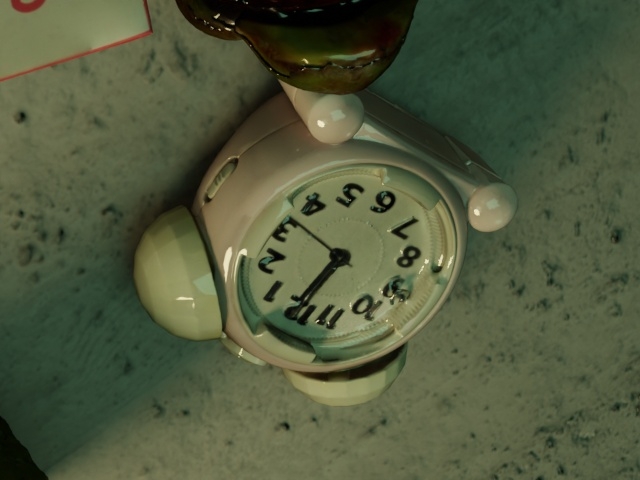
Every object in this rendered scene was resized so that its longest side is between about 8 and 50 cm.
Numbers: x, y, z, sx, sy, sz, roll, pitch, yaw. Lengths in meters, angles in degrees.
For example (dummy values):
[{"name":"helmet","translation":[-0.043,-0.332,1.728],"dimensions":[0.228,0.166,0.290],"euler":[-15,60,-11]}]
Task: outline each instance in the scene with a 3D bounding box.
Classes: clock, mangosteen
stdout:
[{"name":"clock","translation":[0.000,0.000,2.033],"dimensions":[0.342,0.184,0.326],"euler":[29,102,-27]},{"name":"mangosteen","translation":[-0.038,-0.352,1.732],"dimensions":[0.381,0.381,0.421],"euler":[-1,117,-25]}]

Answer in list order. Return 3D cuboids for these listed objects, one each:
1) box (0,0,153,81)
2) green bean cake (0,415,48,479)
[{"name":"box","translation":[-0.354,-0.304,1.642],"dimensions":[0.300,0.314,0.312],"euler":[-20,119,-19]},{"name":"green bean cake","translation":[-0.406,0.346,1.903],"dimensions":[0.335,0.319,0.218],"euler":[-27,122,-12]}]
